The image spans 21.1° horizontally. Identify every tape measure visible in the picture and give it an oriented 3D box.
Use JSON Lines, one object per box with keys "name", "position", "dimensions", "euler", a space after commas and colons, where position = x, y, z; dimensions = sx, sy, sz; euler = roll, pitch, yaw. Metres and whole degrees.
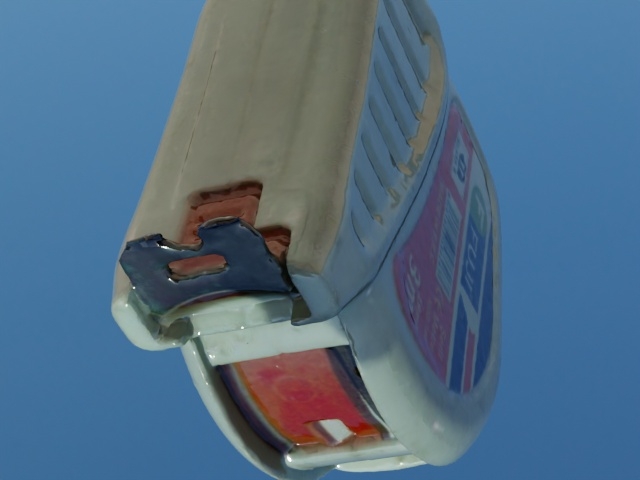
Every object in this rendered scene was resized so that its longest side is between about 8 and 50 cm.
{"name": "tape measure", "position": [0.000, -0.001, 0.825], "dimensions": [0.125, 0.246, 0.243], "euler": [-8, -137, 21]}
